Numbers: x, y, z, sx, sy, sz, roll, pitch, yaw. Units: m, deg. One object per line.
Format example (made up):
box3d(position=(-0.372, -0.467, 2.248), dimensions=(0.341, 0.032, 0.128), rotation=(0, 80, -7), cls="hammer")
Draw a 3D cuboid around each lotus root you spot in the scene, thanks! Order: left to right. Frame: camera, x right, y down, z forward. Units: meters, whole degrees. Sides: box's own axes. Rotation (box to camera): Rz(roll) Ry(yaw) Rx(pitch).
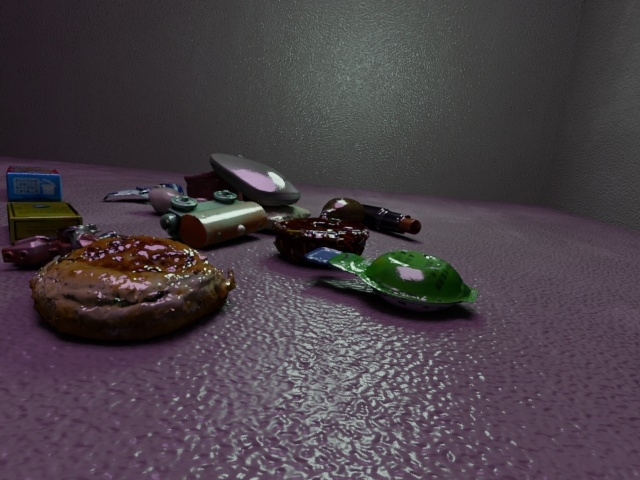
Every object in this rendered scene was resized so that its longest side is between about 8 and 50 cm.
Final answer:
box3d(position=(0.070, -0.087, 1.407), dimensions=(0.120, 0.120, 0.209), rotation=(15, 13, 39), cls="lotus root")

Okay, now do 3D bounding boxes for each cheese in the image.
box3d(position=(0.127, 0.062, 0.798), dimensions=(0.320, 0.083, 0.204), rotation=(13, 16, 23), cls="cheese")

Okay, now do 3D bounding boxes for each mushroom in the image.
box3d(position=(-0.461, -0.125, 1.410), dimensions=(0.225, 0.093, 0.116), rotation=(4, -10, 19), cls="mushroom")

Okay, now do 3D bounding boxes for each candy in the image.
box3d(position=(-1.037, -0.209, 1.551), dimensions=(0.157, 0.100, 0.306), rotation=(-4, 14, -33), cls="candy")

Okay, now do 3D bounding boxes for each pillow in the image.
box3d(position=(-0.198, -0.088, 1.384), dimensions=(0.274, 0.076, 0.281), rotation=(7, 11, 18), cls="pillow")

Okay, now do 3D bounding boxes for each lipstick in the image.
box3d(position=(0.222, -0.068, 1.454), dimensions=(0.081, 0.081, 0.299), rotation=(-2, 14, -31), cls="lipstick")

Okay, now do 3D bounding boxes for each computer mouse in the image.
box3d(position=(-0.206, -0.206, 1.368), dimensions=(0.331, 0.095, 0.197), rotation=(34, 22, 23), cls="computer mouse")

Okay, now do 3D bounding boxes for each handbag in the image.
box3d(position=(-0.379, -0.182, 1.522), dimensions=(0.225, 0.135, 0.146), rotation=(-2, 4, 43), cls="handbag")

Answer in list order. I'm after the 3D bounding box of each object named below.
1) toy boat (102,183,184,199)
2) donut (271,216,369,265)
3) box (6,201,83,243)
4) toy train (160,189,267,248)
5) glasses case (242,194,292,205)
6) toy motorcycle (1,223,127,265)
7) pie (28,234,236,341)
box3d(position=(-0.660, -0.175, 1.641), dimensions=(0.210, 0.070, 0.291), rotation=(8, 15, 35), cls="toy boat")
box3d(position=(0.000, 0.000, 1.020), dimensions=(0.235, 0.089, 0.235), rotation=(5, 11, -1), cls="donut")
box3d(position=(-0.668, -0.048, 1.033), dimensions=(0.141, 0.064, 0.220), rotation=(-5, 14, -36), cls="box")
box3d(position=(-0.268, -0.053, 1.121), dimensions=(0.177, 0.116, 0.285), rotation=(23, 21, 24), cls="toy train")
box3d(position=(-0.252, -0.150, 1.635), dimensions=(0.321, 0.082, 0.122), rotation=(14, 16, 30), cls="glasses case")
box3d(position=(-0.464, 0.015, 0.780), dimensions=(0.212, 0.084, 0.118), rotation=(-4, 14, -5), cls="toy motorcycle")
box3d(position=(-0.277, 0.059, 0.639), dimensions=(0.308, 0.086, 0.308), rotation=(6, 12, -1), cls="pie")
